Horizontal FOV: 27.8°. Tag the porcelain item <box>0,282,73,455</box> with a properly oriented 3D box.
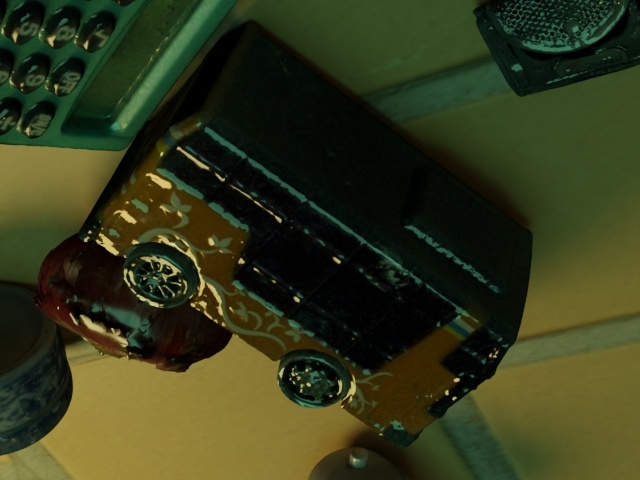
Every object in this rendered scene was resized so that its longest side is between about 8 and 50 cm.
[{"bbox_3d":[-0.316,0.127,1.241,0.147,0.147,0.114,6,132,11],"label":"porcelain item"}]

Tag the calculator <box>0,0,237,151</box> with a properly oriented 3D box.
[{"bbox_3d":[-0.192,-0.154,0.911,0.274,0.058,0.248,0,144,-43],"label":"calculator"}]

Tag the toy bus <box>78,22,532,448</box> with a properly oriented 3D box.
[{"bbox_3d":[0.000,0.000,1.028,0.323,0.162,0.194,35,128,-12],"label":"toy bus"}]

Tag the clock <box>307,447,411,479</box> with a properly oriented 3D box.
[{"bbox_3d":[0.037,0.319,1.310,0.188,0.189,0.254,13,126,5],"label":"clock"}]

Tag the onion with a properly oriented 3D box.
[{"bbox_3d":[-0.156,0.032,1.118,0.183,0.184,0.147,11,90,7],"label":"onion"}]

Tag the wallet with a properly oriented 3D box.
[{"bbox_3d":[0.183,-0.151,0.926,0.129,0.026,0.088,-15,126,27],"label":"wallet"}]
